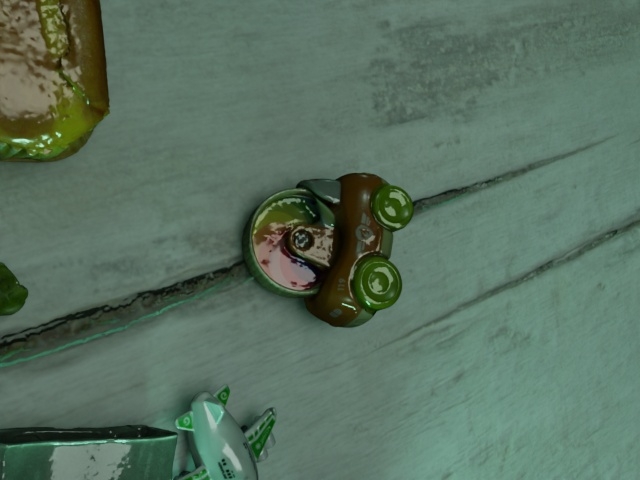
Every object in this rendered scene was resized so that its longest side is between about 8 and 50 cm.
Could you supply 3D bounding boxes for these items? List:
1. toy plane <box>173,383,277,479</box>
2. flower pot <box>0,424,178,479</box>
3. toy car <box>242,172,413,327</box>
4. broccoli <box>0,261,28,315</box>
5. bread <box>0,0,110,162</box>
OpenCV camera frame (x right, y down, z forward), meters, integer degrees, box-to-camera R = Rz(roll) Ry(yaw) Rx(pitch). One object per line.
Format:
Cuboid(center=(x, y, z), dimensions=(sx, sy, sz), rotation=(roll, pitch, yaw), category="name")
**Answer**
Cuboid(center=(-0.124, 0.268, 0.925), dimensions=(0.173, 0.080, 0.174), rotation=(-4, 96, -42), category="toy plane")
Cuboid(center=(-0.272, 0.265, 0.803), dimensions=(0.229, 0.103, 0.108), rotation=(7, 81, -36), category="flower pot")
Cuboid(center=(0.000, 0.000, 1.034), dimensions=(0.235, 0.145, 0.235), rotation=(5, 76, -20), category="toy car")
Cuboid(center=(-0.437, 0.060, 0.702), dimensions=(0.304, 0.145, 0.165), rotation=(-4, 91, -49), category="broccoli")
Cuboid(center=(-0.325, -0.230, 0.796), dimensions=(0.204, 0.156, 0.288), rotation=(-9, 91, -35), category="bread")
